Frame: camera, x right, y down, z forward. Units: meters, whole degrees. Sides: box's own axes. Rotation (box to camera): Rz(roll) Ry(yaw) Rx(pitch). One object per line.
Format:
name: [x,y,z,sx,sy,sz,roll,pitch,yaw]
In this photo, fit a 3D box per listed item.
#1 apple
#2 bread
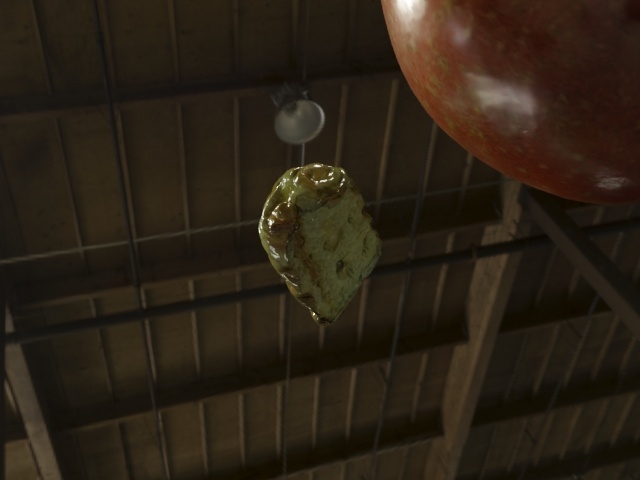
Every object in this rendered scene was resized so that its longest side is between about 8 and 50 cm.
apple: [0.200,-0.202,0.488,0.348,0.348,0.277,-41,-20,13]
bread: [0.000,0.000,0.840,0.128,0.088,0.232,-44,-33,-12]
